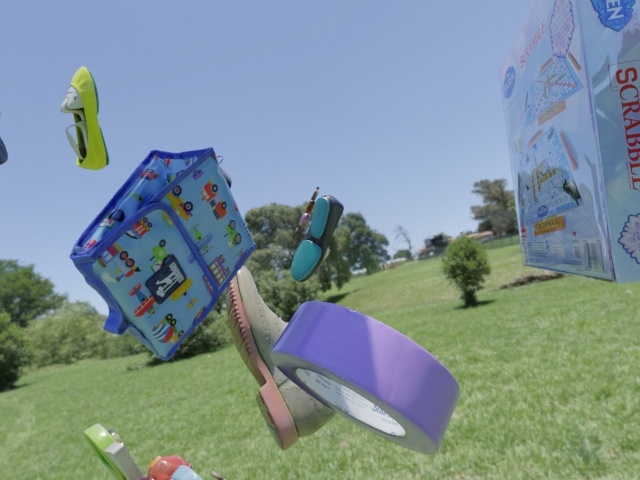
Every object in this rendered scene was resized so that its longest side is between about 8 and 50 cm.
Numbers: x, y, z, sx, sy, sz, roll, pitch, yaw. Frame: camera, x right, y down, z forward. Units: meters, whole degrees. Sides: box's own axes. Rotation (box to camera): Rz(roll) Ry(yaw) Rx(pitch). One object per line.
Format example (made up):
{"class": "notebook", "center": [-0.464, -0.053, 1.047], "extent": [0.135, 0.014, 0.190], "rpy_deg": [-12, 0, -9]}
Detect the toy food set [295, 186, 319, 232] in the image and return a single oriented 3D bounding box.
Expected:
{"class": "toy food set", "center": [-0.026, -0.071, 1.026], "extent": [0.019, 0.122, 0.078], "rpy_deg": [26, 2, -2]}

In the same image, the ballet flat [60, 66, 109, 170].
{"class": "ballet flat", "center": [-0.539, -0.273, 0.976], "extent": [0.077, 0.230, 0.077], "rpy_deg": [6, 17, 39]}

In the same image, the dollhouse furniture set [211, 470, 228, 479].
{"class": "dollhouse furniture set", "center": [-0.271, 0.675, 1.014], "extent": [0.242, 0.161, 0.212], "rpy_deg": [-14, 36, 52]}

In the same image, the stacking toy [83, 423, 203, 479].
{"class": "stacking toy", "center": [-0.328, 0.463, 0.881], "extent": [0.309, 0.279, 0.130], "rpy_deg": [-16, 16, 48]}

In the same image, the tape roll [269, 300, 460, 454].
{"class": "tape roll", "center": [0.062, 0.207, 0.653], "extent": [0.275, 0.090, 0.274], "rpy_deg": [27, -26, 14]}

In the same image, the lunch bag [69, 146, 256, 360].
{"class": "lunch bag", "center": [-0.250, 0.024, 0.687], "extent": [0.138, 0.293, 0.220], "rpy_deg": [2, -47, 22]}

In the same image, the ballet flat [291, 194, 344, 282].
{"class": "ballet flat", "center": [0.000, 0.000, 0.933], "extent": [0.074, 0.203, 0.074], "rpy_deg": [19, 16, -5]}

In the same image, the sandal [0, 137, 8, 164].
{"class": "sandal", "center": [-0.933, -0.408, 1.105], "extent": [0.107, 0.445, 0.167], "rpy_deg": [-23, 9, 6]}

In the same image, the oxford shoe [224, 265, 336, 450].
{"class": "oxford shoe", "center": [-0.099, 0.222, 0.927], "extent": [0.147, 0.396, 0.140], "rpy_deg": [-18, -14, -22]}

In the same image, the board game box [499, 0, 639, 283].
{"class": "board game box", "center": [0.299, -0.120, 0.525], "extent": [0.066, 0.317, 0.319], "rpy_deg": [-7, -1, 11]}

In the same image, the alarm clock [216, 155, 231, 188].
{"class": "alarm clock", "center": [-0.311, -0.167, 1.205], "extent": [0.129, 0.192, 0.064], "rpy_deg": [-8, -38, 27]}
